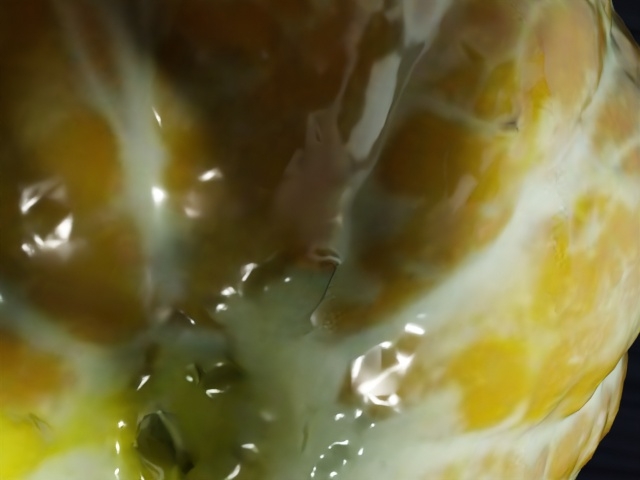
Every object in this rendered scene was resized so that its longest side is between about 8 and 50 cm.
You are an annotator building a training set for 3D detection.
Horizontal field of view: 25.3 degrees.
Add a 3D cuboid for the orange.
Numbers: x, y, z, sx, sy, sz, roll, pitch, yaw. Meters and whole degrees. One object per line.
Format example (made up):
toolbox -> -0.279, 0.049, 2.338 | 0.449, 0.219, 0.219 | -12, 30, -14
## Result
orange -> -0.055, -0.004, 0.449 | 0.249, 0.329, 0.329 | -129, 48, -55
